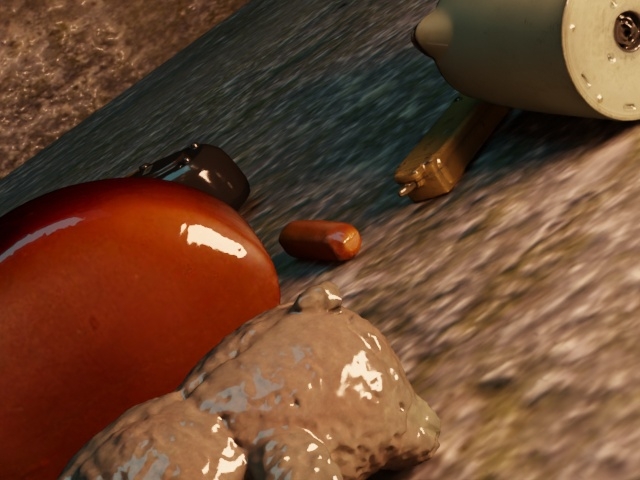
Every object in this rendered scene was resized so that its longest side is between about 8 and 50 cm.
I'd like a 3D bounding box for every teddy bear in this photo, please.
[{"bbox_3d":[-0.055,0.152,0.796,0.267,0.151,0.236,-41,19,-23],"label":"teddy bear"}]

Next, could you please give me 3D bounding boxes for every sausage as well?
[{"bbox_3d":[0.000,0.000,1.233,0.039,0.041,0.131,-36,19,-23],"label":"sausage"}]

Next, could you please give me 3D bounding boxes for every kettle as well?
[{"bbox_3d":[0.254,-0.207,1.160,0.240,0.165,0.255,-5,9,-26],"label":"kettle"}]

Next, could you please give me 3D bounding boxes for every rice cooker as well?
[{"bbox_3d":[-0.196,-0.051,1.548,0.203,0.118,0.142,-25,21,14],"label":"rice cooker"}]

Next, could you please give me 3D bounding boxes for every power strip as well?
[{"bbox_3d":[0.165,-0.132,1.285,0.064,0.044,0.305,-13,27,44],"label":"power strip"}]

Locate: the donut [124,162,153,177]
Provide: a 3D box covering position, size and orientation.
[{"bbox_3d":[-0.307,-0.043,1.781,0.190,0.075,0.174,-28,19,5],"label":"donut"}]

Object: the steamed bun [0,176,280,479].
[{"bbox_3d":[-0.234,0.079,1.111,0.379,0.248,0.235,-36,19,-4],"label":"steamed bun"}]
